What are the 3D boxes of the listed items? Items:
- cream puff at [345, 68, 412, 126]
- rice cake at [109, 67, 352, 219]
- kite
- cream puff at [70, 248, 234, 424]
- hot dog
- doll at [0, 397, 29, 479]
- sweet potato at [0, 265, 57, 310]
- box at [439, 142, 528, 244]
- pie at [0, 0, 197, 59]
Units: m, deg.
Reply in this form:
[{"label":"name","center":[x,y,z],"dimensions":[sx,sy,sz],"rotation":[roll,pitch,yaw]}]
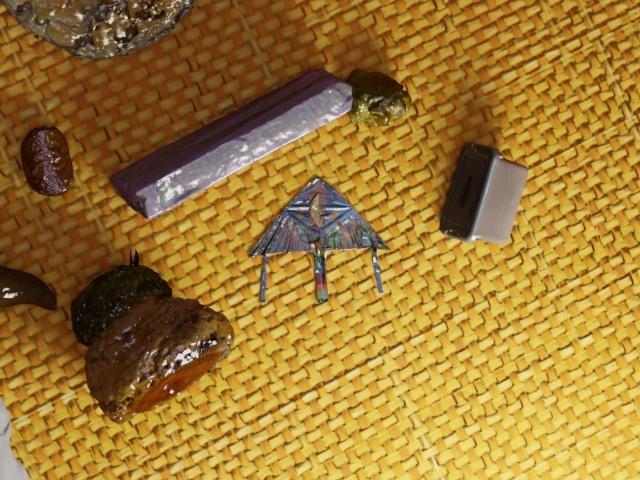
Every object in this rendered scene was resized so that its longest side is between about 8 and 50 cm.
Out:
[{"label":"cream puff","center":[0.067,-0.171,2.023],"dimensions":[0.083,0.083,0.058],"rotation":[-20,141,-22]},{"label":"rice cake","center":[-0.103,-0.116,1.960],"dimensions":[0.298,0.106,0.050],"rotation":[-29,112,-9]},{"label":"kite","center":[0.000,0.000,2.047],"dimensions":[0.183,0.010,0.160],"rotation":[-3,98,-13]},{"label":"cream puff","center":[-0.213,0.101,1.946],"dimensions":[0.183,0.183,0.169],"rotation":[-34,77,-8]},{"label":"hot dog","center":[-0.322,-0.093,1.946],"dimensions":[0.058,0.035,0.083],"rotation":[-13,100,-11]},{"label":"doll","center":[-0.410,0.241,1.930],"dimensions":[0.110,0.107,0.181],"rotation":[-11,93,9]},{"label":"sweet potato","center":[-0.440,0.045,1.919],"dimensions":[0.274,0.067,0.067],"rotation":[10,94,-17]},{"label":"box","center":[0.205,-0.054,2.053],"dimensions":[0.062,0.089,0.122],"rotation":[16,93,-25]},{"label":"pie","center":[-0.259,-0.347,1.923],"dimensions":[0.274,0.055,0.274],"rotation":[-2,102,-11]}]
